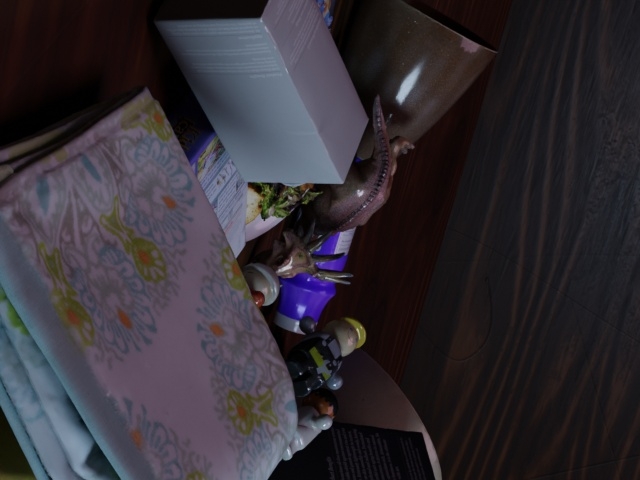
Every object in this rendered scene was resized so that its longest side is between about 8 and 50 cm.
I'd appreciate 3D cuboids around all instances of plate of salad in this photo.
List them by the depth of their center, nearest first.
[{"bbox_3d":[-0.052,-0.066,1.710,0.200,0.048,0.200,-39,157,-20],"label":"plate of salad"}]

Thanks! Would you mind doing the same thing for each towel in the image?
[{"bbox_3d":[-0.150,0.072,1.119,0.374,0.090,0.320,66,26,-10],"label":"towel"}]

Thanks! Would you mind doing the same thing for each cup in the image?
[{"bbox_3d":[-0.007,0.345,2.126,0.237,0.331,0.331,-34,150,-24],"label":"cup"}]

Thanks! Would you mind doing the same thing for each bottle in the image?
[{"bbox_3d":[0.000,0.000,2.037,0.118,0.092,0.282,-28,136,-78],"label":"bottle"}]

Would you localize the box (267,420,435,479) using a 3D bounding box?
[{"bbox_3d":[-0.020,0.416,1.906,0.182,0.294,0.296,-102,-155,-59],"label":"box"}]

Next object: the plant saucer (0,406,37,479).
[{"bbox_3d":[-0.204,0.259,1.214,0.332,0.081,0.332,-78,164,-68],"label":"plant saucer"}]

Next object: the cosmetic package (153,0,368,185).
[{"bbox_3d":[-0.053,-0.166,1.344,0.238,0.127,0.107,62,40,-48],"label":"cosmetic package"}]

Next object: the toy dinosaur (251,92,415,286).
[{"bbox_3d":[0.032,-0.050,1.838,0.295,0.127,0.200,-52,-167,37],"label":"toy dinosaur"}]

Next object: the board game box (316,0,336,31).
[{"bbox_3d":[-0.020,-0.329,1.560,0.194,0.060,0.194,-33,139,-69],"label":"board game box"}]

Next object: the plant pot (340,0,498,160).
[{"bbox_3d":[0.106,-0.232,1.969,0.230,0.215,0.215,-59,170,14],"label":"plant pot"}]

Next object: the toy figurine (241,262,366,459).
[{"bbox_3d":[-0.061,0.158,1.746,0.148,0.210,0.213,-39,149,-48],"label":"toy figurine"}]

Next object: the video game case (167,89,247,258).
[{"bbox_3d":[-0.157,-0.011,1.443,0.269,0.061,0.244,-58,162,-45],"label":"video game case"}]
